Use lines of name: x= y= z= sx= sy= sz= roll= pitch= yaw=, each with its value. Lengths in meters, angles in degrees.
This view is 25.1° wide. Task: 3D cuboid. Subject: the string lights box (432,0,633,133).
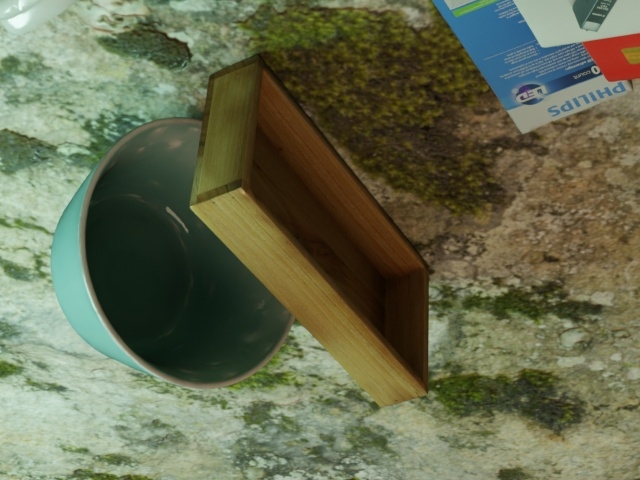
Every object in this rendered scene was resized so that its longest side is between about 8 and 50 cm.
string lights box: x=0.211 y=-0.236 z=1.481 sx=0.133 sy=0.077 sz=0.260 roll=-20 pitch=134 yaw=23

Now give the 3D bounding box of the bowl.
bowl: x=-0.187 y=0.026 z=1.667 sx=0.311 sy=0.311 sz=0.163 roll=34 pitch=149 yaw=-31

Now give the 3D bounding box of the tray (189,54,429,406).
tray: x=0.000 y=0.000 z=1.662 sx=0.076 sy=0.203 sz=0.411 roll=-19 pitch=134 yaw=24

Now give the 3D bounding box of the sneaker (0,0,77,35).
sneaker: x=-0.253 y=-0.336 z=1.380 sx=0.292 sy=0.108 sz=0.169 roll=-36 pitch=125 yaw=23

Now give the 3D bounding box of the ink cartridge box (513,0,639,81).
ink cartridge box: x=0.337 y=-0.223 z=1.312 sx=0.296 sy=0.066 sz=0.261 roll=-4 pitch=142 yaw=38
